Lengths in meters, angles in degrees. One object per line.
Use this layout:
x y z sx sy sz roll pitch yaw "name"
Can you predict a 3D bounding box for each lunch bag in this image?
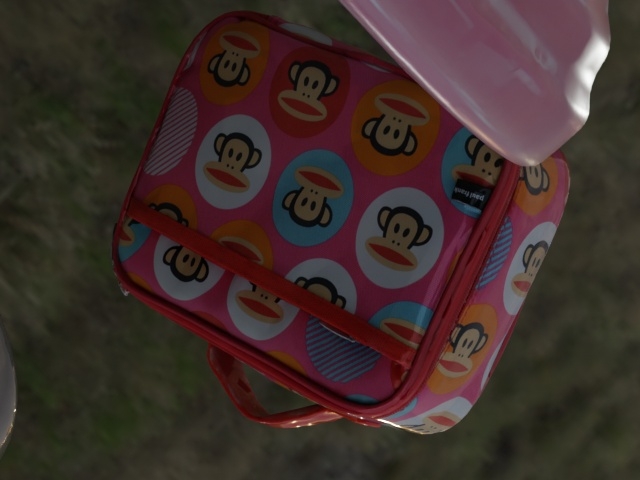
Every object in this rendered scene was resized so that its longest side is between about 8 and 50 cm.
0.000 0.000 1.207 0.120 0.293 0.258 19 95 -54 "lunch bag"

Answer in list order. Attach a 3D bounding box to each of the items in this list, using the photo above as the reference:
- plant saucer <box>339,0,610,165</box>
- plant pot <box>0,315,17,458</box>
-0.010 -0.173 0.569 0.084 0.332 0.332 -40 163 9 "plant saucer"
-0.343 0.107 0.798 0.280 0.323 0.323 -60 174 -43 "plant pot"
